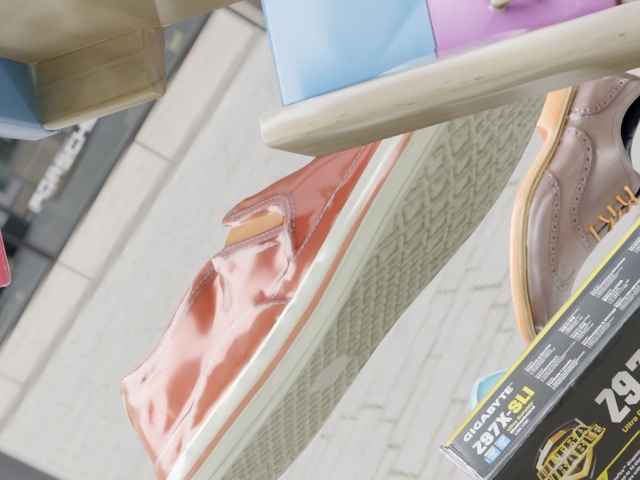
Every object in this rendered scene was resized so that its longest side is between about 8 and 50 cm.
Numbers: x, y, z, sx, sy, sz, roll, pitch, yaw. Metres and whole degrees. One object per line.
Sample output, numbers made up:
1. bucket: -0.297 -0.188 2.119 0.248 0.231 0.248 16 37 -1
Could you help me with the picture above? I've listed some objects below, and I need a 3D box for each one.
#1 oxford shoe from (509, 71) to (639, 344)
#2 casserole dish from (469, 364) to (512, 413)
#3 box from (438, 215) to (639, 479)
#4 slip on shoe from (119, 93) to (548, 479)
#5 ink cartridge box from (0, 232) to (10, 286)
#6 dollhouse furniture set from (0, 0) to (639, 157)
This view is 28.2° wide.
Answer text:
1. oxford shoe: 0.315 -0.046 1.535 0.130 0.133 0.363 38 -117 -63
2. casserole dish: 0.215 0.202 1.356 0.114 0.037 0.188 -16 49 12
3. box: 0.284 0.112 0.931 0.322 0.257 0.079 -49 23 -2
4. slip on shoe: 0.000 0.000 0.650 0.331 0.101 0.123 -54 -24 21
5. ink cartridge box: -0.213 -0.104 0.549 0.172 0.100 0.237 -138 37 -64
6. dollhouse furniture set: 0.023 -0.154 0.301 0.286 0.198 0.303 -14 -6 22
